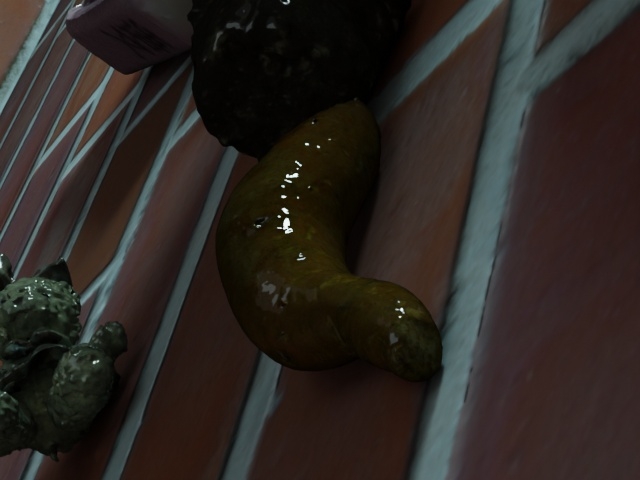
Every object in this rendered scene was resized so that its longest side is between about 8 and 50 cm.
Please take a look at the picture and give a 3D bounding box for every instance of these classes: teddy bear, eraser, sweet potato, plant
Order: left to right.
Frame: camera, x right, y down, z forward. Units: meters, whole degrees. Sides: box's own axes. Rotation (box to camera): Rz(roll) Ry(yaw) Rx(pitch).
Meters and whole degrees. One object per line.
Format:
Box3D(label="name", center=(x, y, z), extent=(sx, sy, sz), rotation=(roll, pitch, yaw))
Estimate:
Box3D(label="teddy bear", center=(-0.209, 0.101, 1.385), extent=(0.133, 0.111, 0.213), rotation=(-16, 30, -4))
Box3D(label="eraser", center=(-0.145, -0.327, 1.983), extent=(0.272, 0.122, 0.359), rotation=(-60, 16, -8))
Box3D(label="plant", center=(-0.017, -0.144, 1.224), extent=(0.132, 0.129, 0.194), rotation=(-45, 23, 31))
Box3D(label="sweet potato", center=(-0.005, 0.006, 0.987), extent=(0.108, 0.079, 0.346), rotation=(-41, 22, 12))
